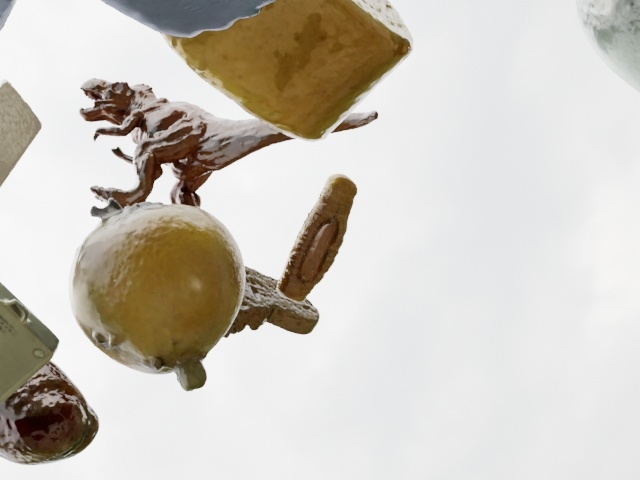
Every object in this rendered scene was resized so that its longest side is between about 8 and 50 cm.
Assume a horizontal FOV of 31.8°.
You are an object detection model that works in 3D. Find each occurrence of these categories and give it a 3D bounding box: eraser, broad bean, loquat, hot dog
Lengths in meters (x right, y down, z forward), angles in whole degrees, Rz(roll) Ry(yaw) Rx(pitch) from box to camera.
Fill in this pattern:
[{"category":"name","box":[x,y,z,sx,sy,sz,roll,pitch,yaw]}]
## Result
[{"category":"eraser","box":[-0.411,-0.062,1.240,0.076,0.078,0.298,57,-149,-29]},{"category":"broad bean","box":[-0.318,0.176,1.191,0.114,0.165,0.084,-52,-25,-18]},{"category":"loquat","box":[-0.154,0.051,1.072,0.172,0.204,0.149,-25,-23,11]},{"category":"hot dog","box":[0.000,0.000,1.085,0.044,0.028,0.137,24,-77,-14]}]

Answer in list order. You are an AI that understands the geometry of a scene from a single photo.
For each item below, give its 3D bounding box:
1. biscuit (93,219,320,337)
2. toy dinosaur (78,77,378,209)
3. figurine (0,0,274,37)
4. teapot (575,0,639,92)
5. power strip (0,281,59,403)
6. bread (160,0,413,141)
[{"category":"biscuit","box":[-0.141,0.060,1.402,0.320,0.183,0.047,13,-55,-36]},{"category":"toy dinosaur","box":[-0.146,-0.088,1.295,0.208,0.432,0.097,-62,-33,-17]},{"category":"figurine","box":[-0.087,-0.183,0.337,0.164,0.262,0.120,-15,-20,-13]},{"category":"teapot","box":[0.241,-0.069,0.610,0.183,0.183,0.250,-23,-70,-35]},{"category":"power strip","box":[-0.396,0.172,1.012,0.367,0.043,0.106,-41,-77,7]},{"category":"bread","box":[-0.035,-0.110,0.463,0.073,0.149,0.122,-44,-47,18]}]
